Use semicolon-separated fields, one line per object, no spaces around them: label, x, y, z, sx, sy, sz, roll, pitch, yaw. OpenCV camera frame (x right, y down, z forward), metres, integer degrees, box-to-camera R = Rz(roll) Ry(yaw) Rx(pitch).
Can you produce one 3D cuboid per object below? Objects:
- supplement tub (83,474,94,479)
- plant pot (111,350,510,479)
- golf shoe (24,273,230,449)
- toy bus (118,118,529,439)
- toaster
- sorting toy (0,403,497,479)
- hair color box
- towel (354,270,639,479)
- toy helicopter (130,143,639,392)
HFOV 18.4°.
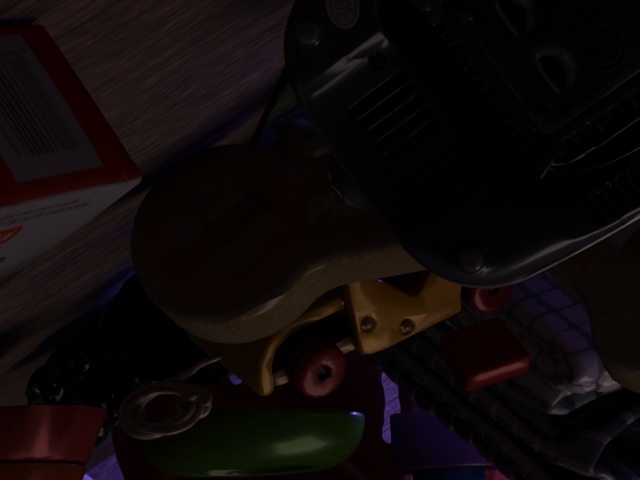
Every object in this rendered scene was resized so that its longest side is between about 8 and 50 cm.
supplement tub;-0.291;0.321;1.439;0.331;0.241;0.241;-30;174;-45
plant pot;-0.005;0.116;1.328;0.272;0.272;0.265;-34;168;7
golf shoe;-0.086;0.046;1.133;0.198;0.077;0.094;-29;-170;36
toy bus;0.007;-0.006;0.940;0.191;0.104;0.202;-2;-150;14
toaster;0.103;-0.087;0.662;0.227;0.129;0.146;-37;179;14
sorting toy;-0.058;0.155;1.068;0.365;0.126;0.127;3;168;-27
hair color box;-0.135;0.015;0.489;0.167;0.053;0.093;-34;177;18
towel;0.149;0.025;1.100;0.235;0.283;0.121;-15;124;-29
toy helicopter;0.091;-0.045;0.817;0.355;0.235;0.140;-13;157;9
